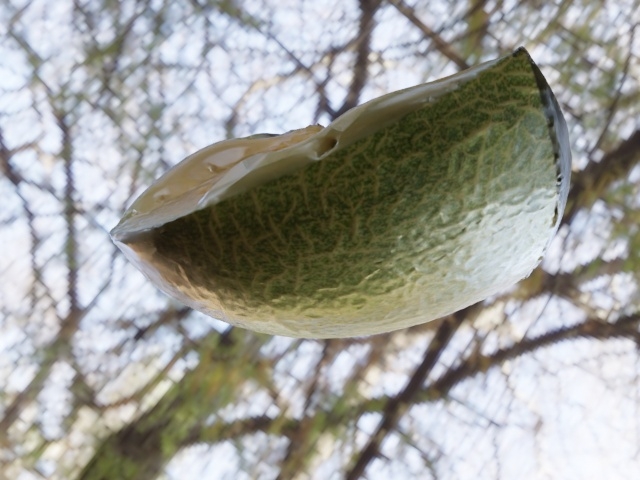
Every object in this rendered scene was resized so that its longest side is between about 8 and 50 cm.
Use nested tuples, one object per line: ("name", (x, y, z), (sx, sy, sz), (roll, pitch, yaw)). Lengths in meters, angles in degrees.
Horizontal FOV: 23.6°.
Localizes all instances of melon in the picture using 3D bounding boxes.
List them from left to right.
("melon", (0.000, 0.000, 0.486), (0.160, 0.128, 0.079), (-8, -76, 59))
